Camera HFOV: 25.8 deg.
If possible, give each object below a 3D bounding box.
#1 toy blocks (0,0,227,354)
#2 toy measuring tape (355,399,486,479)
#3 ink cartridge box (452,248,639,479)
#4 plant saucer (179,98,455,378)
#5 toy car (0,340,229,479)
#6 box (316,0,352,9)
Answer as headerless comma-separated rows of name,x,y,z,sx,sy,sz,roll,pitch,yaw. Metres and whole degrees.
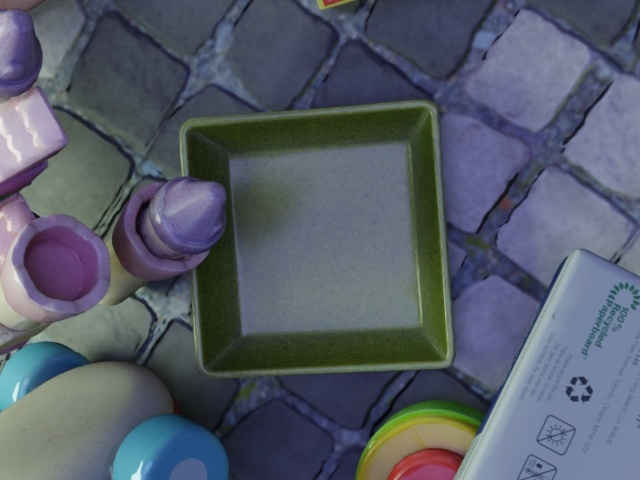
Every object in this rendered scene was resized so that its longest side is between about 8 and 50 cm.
toy blocks,-0.233,-0.061,0.878,0.260,0.309,0.288,-33,85,53
toy measuring tape,0.028,0.199,0.974,0.330,0.121,0.121,-30,86,11
ink cartridge box,0.231,0.220,0.860,0.330,0.071,0.324,28,76,4
plant saucer,0.000,0.000,1.004,0.188,0.045,0.188,-4,92,11
toy car,-0.163,0.227,0.983,0.210,0.219,0.238,-35,122,-25
box,0.098,-0.232,0.944,0.232,0.058,0.087,-13,107,20
